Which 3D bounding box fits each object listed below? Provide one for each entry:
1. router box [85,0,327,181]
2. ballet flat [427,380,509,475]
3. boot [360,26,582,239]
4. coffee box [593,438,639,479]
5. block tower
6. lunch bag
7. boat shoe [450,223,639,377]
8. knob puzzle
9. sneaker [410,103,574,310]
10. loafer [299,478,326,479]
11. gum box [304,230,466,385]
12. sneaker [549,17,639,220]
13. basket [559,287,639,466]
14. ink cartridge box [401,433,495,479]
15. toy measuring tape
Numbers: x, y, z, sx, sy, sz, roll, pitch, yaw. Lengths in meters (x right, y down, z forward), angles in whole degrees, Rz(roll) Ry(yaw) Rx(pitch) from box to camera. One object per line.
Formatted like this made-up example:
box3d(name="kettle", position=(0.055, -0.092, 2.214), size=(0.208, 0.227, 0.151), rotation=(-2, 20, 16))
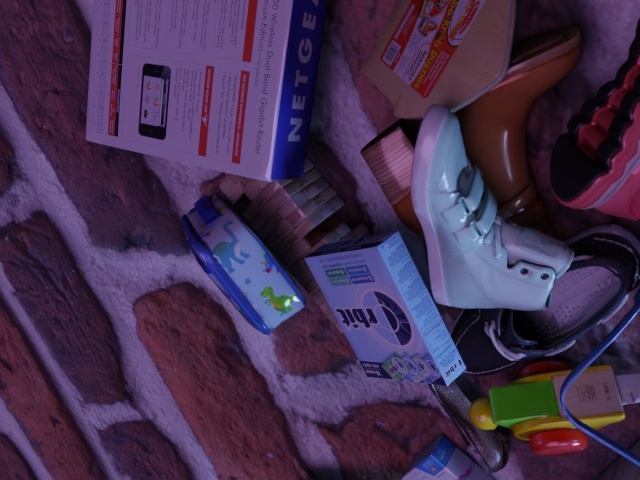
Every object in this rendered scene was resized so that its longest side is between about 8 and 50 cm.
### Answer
box3d(name="router box", position=(-0.146, -0.263, 0.827), size=(0.301, 0.082, 0.335), rotation=(15, 105, 25))
box3d(name="ballet flat", position=(0.196, 0.220, 0.945), size=(0.058, 0.084, 0.250), rotation=(-32, 94, 2))
box3d(name="boot", position=(0.207, -0.081, 0.751), size=(0.283, 0.109, 0.220), rotation=(-33, 102, 28))
box3d(name="coffee box", position=(0.421, 0.364, 0.851), size=(0.141, 0.098, 0.246), rotation=(34, 128, 12))
box3d(name="block tower", position=(0.000, 0.000, 0.930), size=(0.335, 0.091, 0.097), rotation=(49, 130, 1))
box3d(name="lunch bag", position=(-0.117, 0.025, 0.939), size=(0.176, 0.090, 0.219), rotation=(56, 173, -23))
box3d(name="boat shoe", position=(0.253, 0.092, 0.817), size=(0.114, 0.091, 0.302), rotation=(43, 129, 6))
box3d(name="knob puzzle", position=(0.137, -0.210, 0.698), size=(0.213, 0.030, 0.213), rotation=(-18, 67, 50))
box3d(name="sneaker", position=(0.182, -0.028, 0.684), size=(0.151, 0.094, 0.256), rotation=(5, 134, 27))
box3d(name="loafer", position=(0.082, 0.460, 1.110), size=(0.319, 0.112, 0.111), rotation=(-4, 153, 44))
box3d(name="gum box", position=(0.075, 0.085, 0.812), size=(0.157, 0.041, 0.184), rotation=(-12, 108, 57))
box3d(name="sneaker", position=(0.358, -0.150, 0.634), size=(0.136, 0.116, 0.314), rotation=(20, 121, -19))
box3d(name="basket", position=(0.418, 0.129, 0.643), size=(0.255, 0.201, 0.289), rotation=(37, 98, 11))
box3d(name="ink cartridge box", position=(0.202, 0.373, 1.025), size=(0.122, 0.052, 0.088), rotation=(39, 129, 7))
box3d(name="toy measuring tape", position=(0.351, 0.199, 0.822), size=(0.330, 0.121, 0.121), rotation=(-12, 108, 18))
